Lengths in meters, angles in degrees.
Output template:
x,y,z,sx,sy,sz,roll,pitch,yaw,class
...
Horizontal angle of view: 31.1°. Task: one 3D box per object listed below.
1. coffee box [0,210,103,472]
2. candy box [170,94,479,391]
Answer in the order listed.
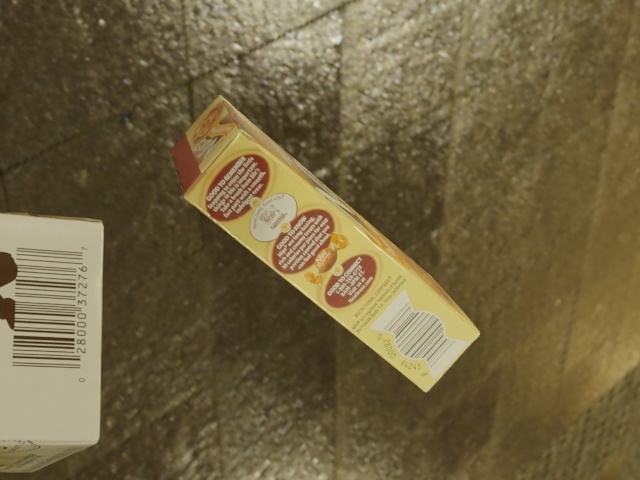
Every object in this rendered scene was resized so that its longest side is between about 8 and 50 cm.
x,y,z,sx,sy,sz,roll,pitch,yaw,class
-0.274,0.053,0.569,0.297,0.168,0.119,5,73,-24,coffee box
0.000,0.000,1.146,0.316,0.183,0.087,40,95,-20,candy box
